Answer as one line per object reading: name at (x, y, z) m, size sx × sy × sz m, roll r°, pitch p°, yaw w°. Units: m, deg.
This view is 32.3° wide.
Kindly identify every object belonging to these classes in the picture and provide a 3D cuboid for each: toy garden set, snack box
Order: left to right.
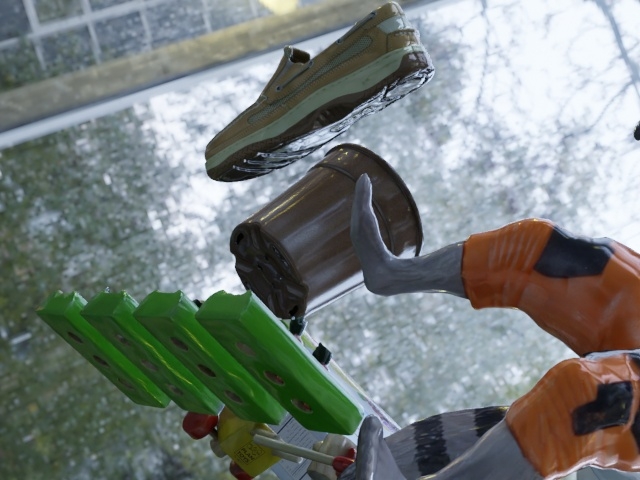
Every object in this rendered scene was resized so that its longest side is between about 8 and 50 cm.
toy garden set at (-0.051, 0.095, 0.732) m, size 0.244 × 0.049 × 0.204 m, roll -3°, pitch -44°, yaw 50°
snack box at (-0.008, 0.169, 1.049) m, size 0.207 × 0.174 × 0.070 m, roll 44°, pitch -77°, yaw 18°

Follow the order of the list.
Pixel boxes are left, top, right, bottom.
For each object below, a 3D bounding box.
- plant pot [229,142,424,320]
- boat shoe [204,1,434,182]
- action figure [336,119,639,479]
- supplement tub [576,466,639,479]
plant pot at (0.000, 0.000, 1.230) m, size 0.167 × 0.165 × 0.167 m, roll 34°, pitch -39°, yaw 33°
boat shoe at (-0.011, -0.108, 0.804) m, size 0.190 × 0.068 × 0.072 m, roll -27°, pitch -101°, yaw 20°
action figure at (0.177, 0.043, 0.549) m, size 0.341 × 0.330 × 0.178 m, roll -91°, pitch -174°, yaw -70°
supplement tub at (0.409, 0.312, 1.197) m, size 0.241 × 0.241 × 0.331 m, roll 29°, pitch -36°, yaw 50°
